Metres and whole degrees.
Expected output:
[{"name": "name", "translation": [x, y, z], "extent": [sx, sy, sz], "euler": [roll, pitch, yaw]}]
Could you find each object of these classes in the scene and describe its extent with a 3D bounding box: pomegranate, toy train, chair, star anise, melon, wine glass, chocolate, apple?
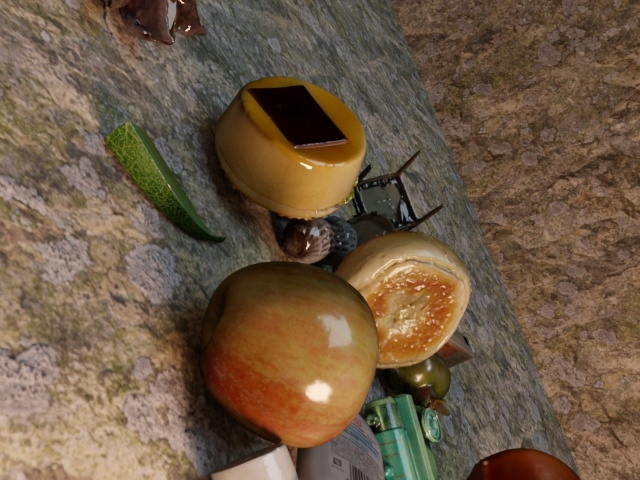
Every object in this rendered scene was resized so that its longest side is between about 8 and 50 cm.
[{"name": "pomegranate", "translation": [0.216, 0.313, 1.462], "extent": [0.152, 0.131, 0.191], "euler": [42, 20, -32]}, {"name": "toy train", "translation": [0.163, 0.435, 1.265], "extent": [0.194, 0.120, 0.298], "euler": [22, 48, -52]}, {"name": "chair", "translation": [0.176, -0.095, 1.783], "extent": [0.272, 0.167, 0.188], "euler": [130, -60, -68]}, {"name": "star anise", "translation": [-0.319, -0.462, 1.134], "extent": [0.331, 0.118, 0.331], "euler": [53, 17, -24]}, {"name": "melon", "translation": [-0.233, -0.080, 1.044], "extent": [0.261, 0.053, 0.114], "euler": [55, 6, -31]}, {"name": "wine glass", "translation": [0.181, 0.077, 1.577], "extent": [0.357, 0.191, 0.190], "euler": [32, 39, -45]}, {"name": "chocolate", "translation": [0.000, 0.000, 1.360], "extent": [0.248, 0.110, 0.110], "euler": [2, 65, -61]}, {"name": "apple", "translation": [-0.049, 0.153, 0.937], "extent": [0.234, 0.256, 0.256], "euler": [17, 44, -20]}]

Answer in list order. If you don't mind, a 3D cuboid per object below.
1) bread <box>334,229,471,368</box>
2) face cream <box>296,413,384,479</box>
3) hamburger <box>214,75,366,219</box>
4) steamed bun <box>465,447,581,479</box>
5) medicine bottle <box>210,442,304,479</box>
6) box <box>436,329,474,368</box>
[{"name": "bread", "translation": [0.142, 0.112, 1.331], "extent": [0.305, 0.306, 0.158], "euler": [48, 10, -35]}, {"name": "face cream", "translation": [0.032, 0.326, 1.059], "extent": [0.163, 0.080, 0.336], "euler": [41, 15, -14]}, {"name": "hamburger", "translation": [-0.054, -0.167, 1.263], "extent": [0.300, 0.176, 0.300], "euler": [18, 43, -17]}, {"name": "steamed bun", "translation": [0.395, 0.577, 1.298], "extent": [0.235, 0.248, 0.379], "euler": [-84, -179, -49]}, {"name": "medicine bottle", "translation": [-0.048, 0.385, 0.826], "extent": [0.147, 0.147, 0.247], "euler": [-1, 68, -65]}, {"name": "box", "translation": [0.269, 0.259, 1.631], "extent": [0.201, 0.141, 0.058], "euler": [39, 29, -49]}]
